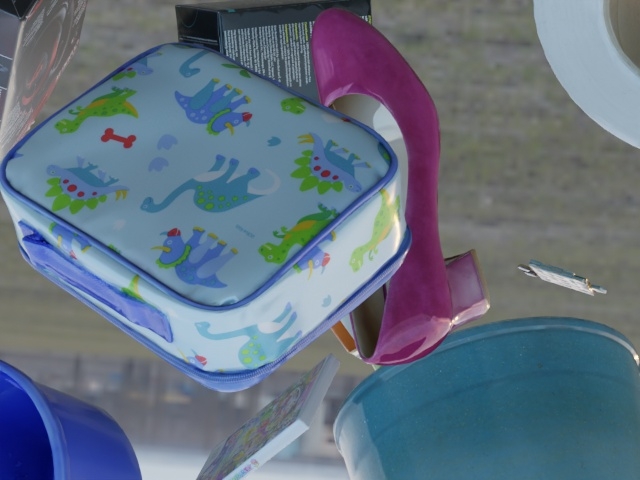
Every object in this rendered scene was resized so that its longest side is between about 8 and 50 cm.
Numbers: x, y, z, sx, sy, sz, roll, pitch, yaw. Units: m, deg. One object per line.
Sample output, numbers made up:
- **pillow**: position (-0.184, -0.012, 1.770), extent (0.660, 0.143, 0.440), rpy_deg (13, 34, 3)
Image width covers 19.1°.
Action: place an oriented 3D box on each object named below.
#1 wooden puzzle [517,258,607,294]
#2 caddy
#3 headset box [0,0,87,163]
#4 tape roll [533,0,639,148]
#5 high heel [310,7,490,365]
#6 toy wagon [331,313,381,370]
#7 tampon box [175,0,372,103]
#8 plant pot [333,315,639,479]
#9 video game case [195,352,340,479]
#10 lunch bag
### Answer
- **wooden puzzle**: position (0.206, 0.031, 1.616), extent (0.083, 0.006, 0.049), rpy_deg (18, 171, 24)
- **caddy**: position (-0.276, 0.262, 1.526), extent (0.241, 0.341, 0.179), rpy_deg (-17, 159, 27)
- **headset box**: position (-0.305, -0.208, 1.817), extent (0.110, 0.218, 0.293), rpy_deg (25, 143, 1)
- **tape roll**: position (0.336, -0.215, 1.676), extent (0.286, 0.286, 0.100), rpy_deg (1, -152, 32)
- **high heel**: position (0.027, -0.037, 1.282), extent (0.082, 0.244, 0.117), rpy_deg (-17, -177, 44)
- **toy wagon**: position (0.000, 0.000, 1.693), extent (0.068, 0.267, 0.344), rpy_deg (-34, 170, 3)
- **tampon box**: position (-0.044, -0.183, 1.844), extent (0.161, 0.101, 0.120), rpy_deg (-8, -168, -23)
- **plant pot**: position (0.168, 0.240, 1.571), extent (0.271, 0.255, 0.272), rpy_deg (-10, 147, -6)
- **video game case**: position (-0.040, 0.130, 1.246), extent (0.122, 0.011, 0.087), rpy_deg (-41, -170, 28)
- **lunch bag**: position (-0.073, -0.018, 1.121), extent (0.219, 0.176, 0.090), rpy_deg (29, 146, 33)
